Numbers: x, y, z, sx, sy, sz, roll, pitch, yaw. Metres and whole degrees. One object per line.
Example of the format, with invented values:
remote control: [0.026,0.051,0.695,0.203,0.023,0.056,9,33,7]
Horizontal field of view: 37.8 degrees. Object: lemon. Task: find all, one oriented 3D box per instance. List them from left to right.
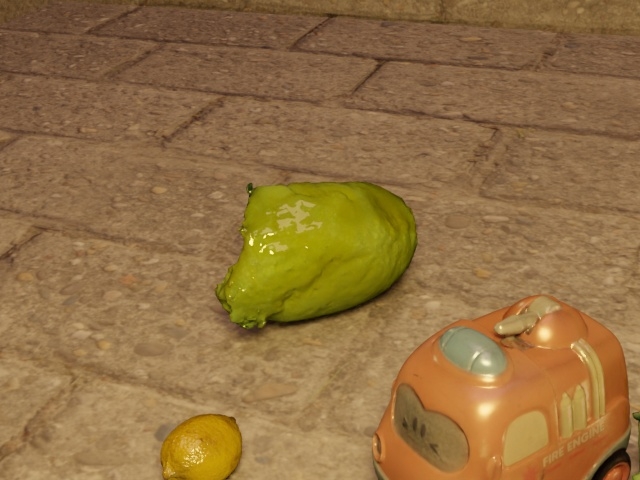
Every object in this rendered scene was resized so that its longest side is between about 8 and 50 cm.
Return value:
lemon: [-0.138,0.243,1.062,0.082,0.082,0.110,20,37,37]

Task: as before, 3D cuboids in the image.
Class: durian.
durian: [0.000,0.000,1.360,0.339,0.205,0.256,-11,18,-13]

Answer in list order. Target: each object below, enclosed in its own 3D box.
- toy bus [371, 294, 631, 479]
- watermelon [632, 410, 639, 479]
toy bus: [0.199,0.178,0.988,0.287,0.232,0.194,-19,35,-28]
watermelon: [0.407,0.282,0.795,0.319,0.292,0.222,44,59,11]
